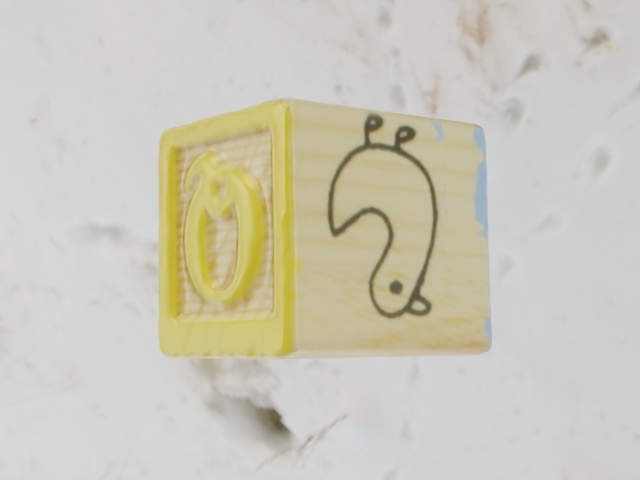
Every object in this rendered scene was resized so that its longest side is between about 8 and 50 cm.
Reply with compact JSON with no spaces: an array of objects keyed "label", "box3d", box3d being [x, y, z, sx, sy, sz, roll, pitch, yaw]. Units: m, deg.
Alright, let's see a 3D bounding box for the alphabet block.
[{"label":"alphabet block","box3d":[0.000,0.000,1.029,0.193,0.197,0.192,-10,81,52]}]
